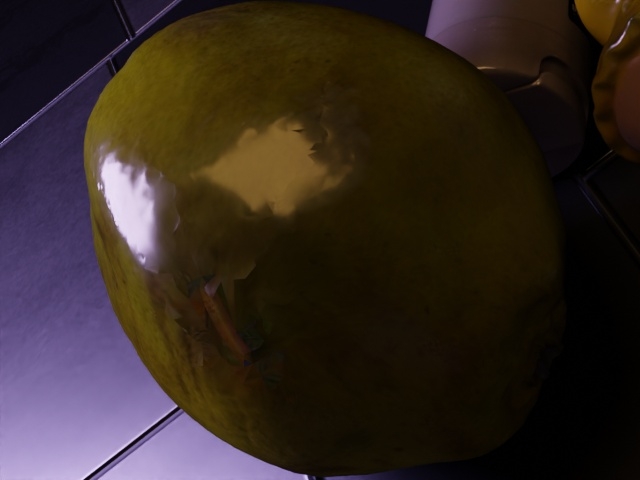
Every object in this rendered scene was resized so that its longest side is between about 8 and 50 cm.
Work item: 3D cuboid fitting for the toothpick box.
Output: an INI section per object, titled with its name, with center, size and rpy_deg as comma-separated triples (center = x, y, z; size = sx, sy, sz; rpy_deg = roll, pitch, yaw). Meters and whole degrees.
[toothpick box]
center = 0.123, -0.134, 1.234
size = 0.111, 0.111, 0.180
rpy_deg = -17, 43, 32

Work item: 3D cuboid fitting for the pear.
[pear]
center = 0.000, 0.000, 1.099
size = 0.321, 0.269, 0.269
rpy_deg = 38, 83, 26

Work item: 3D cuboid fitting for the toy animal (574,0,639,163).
[toy animal]
center = 0.225, -0.118, 1.110
size = 0.156, 0.156, 0.229
rpy_deg = -21, 33, 28
